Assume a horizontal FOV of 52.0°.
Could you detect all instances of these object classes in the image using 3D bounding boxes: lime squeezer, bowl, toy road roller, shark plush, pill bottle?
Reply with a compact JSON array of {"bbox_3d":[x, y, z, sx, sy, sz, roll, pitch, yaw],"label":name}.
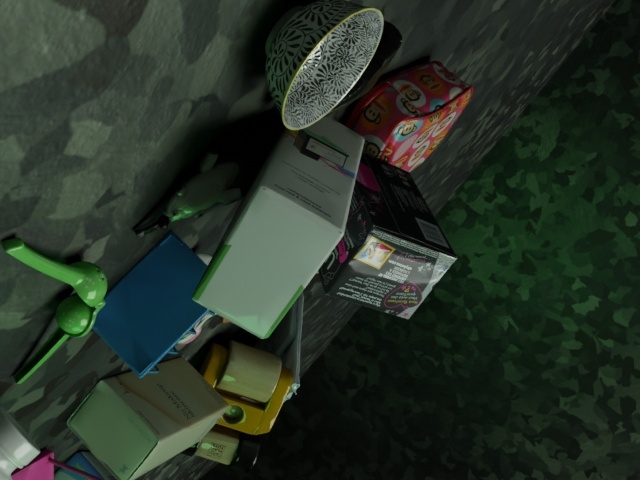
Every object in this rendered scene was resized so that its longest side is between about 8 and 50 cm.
[{"bbox_3d":[-0.308,0.086,0.780,0.110,0.059,0.310,-37,165,-39],"label":"lime squeezer"},{"bbox_3d":[-0.011,-0.220,0.768,0.170,0.080,0.170,-44,167,-13],"label":"bowl"},{"bbox_3d":[-0.228,0.386,1.635,0.330,0.202,0.240,-64,-164,12],"label":"toy road roller"},{"bbox_3d":[-0.165,-0.048,0.858,0.161,0.073,0.067,-49,-162,-13],"label":"shark plush"},{"bbox_3d":[-0.457,0.303,0.821,0.186,0.112,0.112,-42,167,-24],"label":"pill bottle"}]

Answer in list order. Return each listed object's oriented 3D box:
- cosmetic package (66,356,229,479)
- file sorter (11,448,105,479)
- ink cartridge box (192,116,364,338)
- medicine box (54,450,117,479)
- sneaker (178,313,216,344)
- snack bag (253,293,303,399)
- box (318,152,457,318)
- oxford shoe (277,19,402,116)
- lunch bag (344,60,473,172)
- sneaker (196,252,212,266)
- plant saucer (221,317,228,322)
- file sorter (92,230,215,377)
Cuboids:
[{"bbox_3d":[-0.319,0.336,1.274,0.113,0.160,0.309,-50,168,7],"label":"cosmetic package"},{"bbox_3d":[-0.470,0.547,1.088,0.202,0.182,0.291,-22,122,-63],"label":"file sorter"},{"bbox_3d":[-0.048,-0.038,0.897,0.201,0.117,0.278,-55,-169,31],"label":"ink cartridge box"},{"bbox_3d":[-0.499,0.630,1.333,0.289,0.263,0.149,-44,167,-16],"label":"medicine box"},{"bbox_3d":[-0.218,0.112,1.139,0.178,0.072,0.077,-55,156,9],"label":"sneaker"},{"bbox_3d":[-0.136,0.345,1.777,0.323,0.037,0.343,-54,-158,34],"label":"snack bag"},{"bbox_3d":[0.081,-0.018,1.050,0.142,0.163,0.247,-56,-150,27],"label":"box"},{"bbox_3d":[0.025,-0.213,0.912,0.227,0.083,0.096,-39,169,-29],"label":"oxford shoe"},{"bbox_3d":[0.144,-0.195,1.254,0.293,0.120,0.258,-32,159,-43],"label":"lunch bag"},{"bbox_3d":[-0.229,0.078,1.059,0.158,0.061,0.065,-47,-166,5],"label":"sneaker"},{"bbox_3d":[-0.189,0.156,1.481,0.083,0.013,0.083,-44,166,-14],"label":"plant saucer"},{"bbox_3d":[-0.224,0.096,0.951,0.170,0.118,0.104,-45,170,-8],"label":"file sorter"}]
